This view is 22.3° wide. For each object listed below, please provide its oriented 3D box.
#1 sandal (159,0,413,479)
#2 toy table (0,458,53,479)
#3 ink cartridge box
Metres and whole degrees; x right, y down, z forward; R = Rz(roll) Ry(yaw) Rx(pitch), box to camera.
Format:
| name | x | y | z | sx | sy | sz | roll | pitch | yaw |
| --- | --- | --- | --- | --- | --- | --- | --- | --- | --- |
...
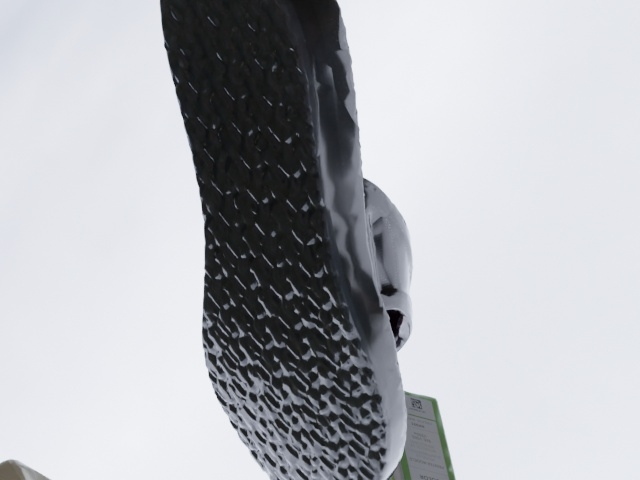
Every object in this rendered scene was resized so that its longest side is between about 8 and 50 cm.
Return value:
| name | x | y | z | sx | sy | sz | roll | pitch | yaw |
| --- | --- | --- | --- | --- | --- | --- | --- | --- | --- |
| sandal | 0.002 | 0.000 | 1.071 | 0.168 | 0.445 | 0.107 | 24 | -137 | 36 |
| toy table | -0.088 | 0.179 | 0.392 | 0.161 | 0.252 | 0.274 | -48 | -131 | 3 |
| ink cartridge box | 0.067 | 0.237 | 1.381 | 0.109 | 0.062 | 0.209 | -56 | -150 | 34 |
